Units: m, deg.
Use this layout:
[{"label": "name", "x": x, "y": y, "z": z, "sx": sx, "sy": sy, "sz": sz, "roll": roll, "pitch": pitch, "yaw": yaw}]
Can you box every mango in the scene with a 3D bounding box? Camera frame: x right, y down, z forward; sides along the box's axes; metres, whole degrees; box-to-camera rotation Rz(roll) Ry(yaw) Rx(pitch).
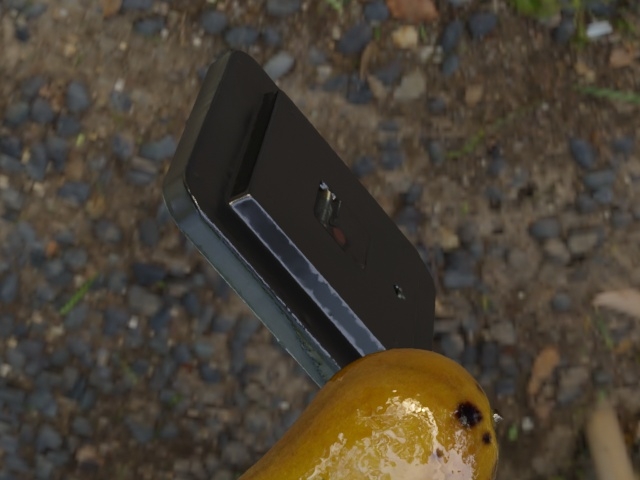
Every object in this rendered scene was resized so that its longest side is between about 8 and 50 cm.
[{"label": "mango", "x": 0.025, "y": 0.141, "z": 0.907, "sx": 0.115, "sy": 0.090, "sz": 0.178, "roll": 44, "pitch": 92, "yaw": 9}]

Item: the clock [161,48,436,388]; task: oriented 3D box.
[{"label": "clock", "x": 0.001, "y": 0.000, "z": 1.222, "sx": 0.049, "sy": 0.279, "sz": 0.273, "roll": -33, "pitch": 111, "yaw": 21}]
